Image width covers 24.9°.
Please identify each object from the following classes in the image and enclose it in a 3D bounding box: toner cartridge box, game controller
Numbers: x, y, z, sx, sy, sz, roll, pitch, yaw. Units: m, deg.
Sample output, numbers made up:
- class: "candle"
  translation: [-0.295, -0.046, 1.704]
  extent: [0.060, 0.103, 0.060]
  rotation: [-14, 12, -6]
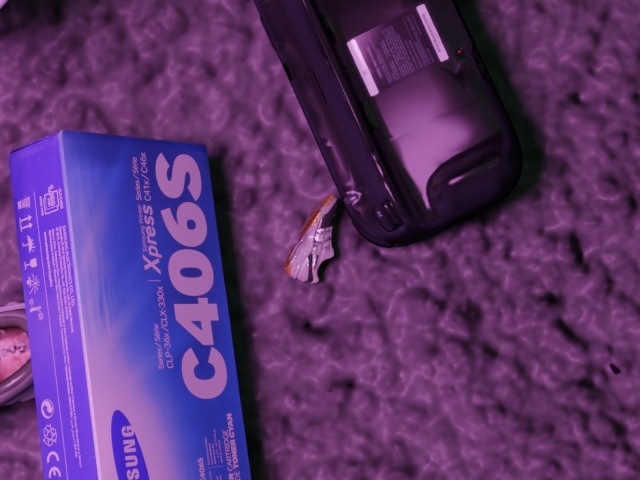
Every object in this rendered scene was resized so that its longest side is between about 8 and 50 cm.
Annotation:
- class: "toner cartridge box"
  translation: [-0.153, 0.089, 1.199]
  extent: [0.165, 0.075, 0.348]
  rotation: [1, 77, -47]
- class: "game controller"
  translation: [0.054, -0.159, 1.297]
  extent: [0.166, 0.067, 0.319]
  rotation: [-24, 83, 4]

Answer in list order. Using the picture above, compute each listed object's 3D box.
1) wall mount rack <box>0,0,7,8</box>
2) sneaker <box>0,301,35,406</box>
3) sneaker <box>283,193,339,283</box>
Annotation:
- class: "wall mount rack"
  translation: [-0.301, -0.141, 1.190]
  extent: [0.130, 0.350, 0.304]
  rotation: [36, 75, -33]
- class: "sneaker"
  translation: [-0.337, 0.128, 1.207]
  extent: [0.271, 0.108, 0.100]
  rotation: [-30, 86, -7]
- class: "sneaker"
  translation: [0.000, 0.000, 1.296]
  extent: [0.037, 0.032, 0.083]
  rotation: [29, 85, -12]
